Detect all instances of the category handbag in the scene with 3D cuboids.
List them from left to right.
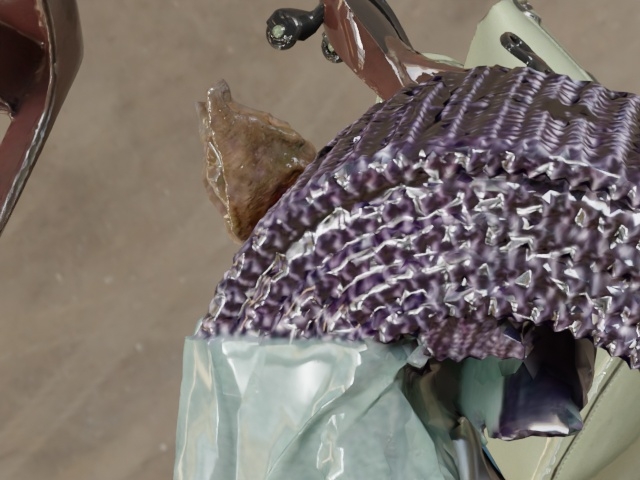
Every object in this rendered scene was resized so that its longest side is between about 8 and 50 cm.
[{"bbox_3d":[0.102,-0.004,1.003,0.109,0.315,0.241,-5,133,-40],"label":"handbag"}]

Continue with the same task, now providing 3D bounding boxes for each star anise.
[{"bbox_3d":[-0.003,0.000,1.322,0.109,0.292,0.349,-44,180,-5],"label":"star anise"}]

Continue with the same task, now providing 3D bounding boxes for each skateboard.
[{"bbox_3d":[0.053,-0.078,0.793,0.080,0.151,0.067,-49,160,17],"label":"skateboard"}]

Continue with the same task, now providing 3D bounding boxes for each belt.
[{"bbox_3d":[0.083,0.103,0.588,0.260,0.122,0.325,-16,106,20],"label":"belt"}]

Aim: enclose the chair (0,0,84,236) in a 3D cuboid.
[{"bbox_3d":[-0.167,-0.129,0.620,0.176,0.183,0.326,80,28,-52],"label":"chair"}]
